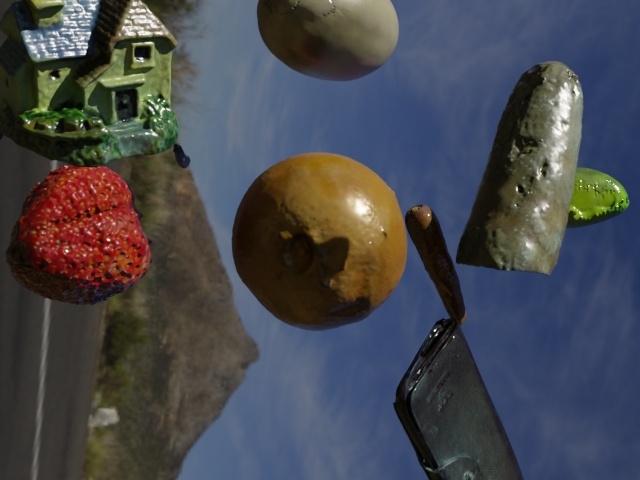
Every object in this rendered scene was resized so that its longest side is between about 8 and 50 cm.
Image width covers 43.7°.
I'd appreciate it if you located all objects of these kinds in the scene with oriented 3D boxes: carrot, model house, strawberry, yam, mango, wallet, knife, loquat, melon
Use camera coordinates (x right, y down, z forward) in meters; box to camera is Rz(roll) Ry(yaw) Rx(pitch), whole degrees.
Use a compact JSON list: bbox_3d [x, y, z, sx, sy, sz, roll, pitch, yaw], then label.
[{"bbox_3d":[0.167,0.038,1.108,0.191,0.047,0.047,64,-5,-16],"label":"carrot"},{"bbox_3d":[-0.296,-0.221,0.999,0.195,0.214,0.189,44,-45,41],"label":"model house"},{"bbox_3d":[-0.439,0.001,1.409,0.238,0.250,0.288,-27,-174,23],"label":"strawberry"},{"bbox_3d":[0.281,-0.095,1.084,0.133,0.133,0.330,143,-34,-70],"label":"yam"},{"bbox_3d":[0.485,-0.077,1.500,0.100,0.178,0.119,73,20,-69],"label":"mango"},{"bbox_3d":[0.193,0.271,1.027,0.045,0.318,0.172,-9,-154,38],"label":"wallet"},{"bbox_3d":[-0.318,-0.194,1.820,0.031,0.018,0.121,-59,173,-14],"label":"knife"},{"bbox_3d":[0.000,0.000,1.418,0.328,0.328,0.328,-170,-90,-76],"label":"loquat"},{"bbox_3d":[0.016,-0.427,1.558,0.223,0.317,0.223,-7,-100,43],"label":"melon"}]

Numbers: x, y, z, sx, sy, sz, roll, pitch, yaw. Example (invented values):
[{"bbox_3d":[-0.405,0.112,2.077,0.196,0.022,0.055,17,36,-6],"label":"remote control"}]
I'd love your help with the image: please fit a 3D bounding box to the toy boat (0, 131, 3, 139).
[{"bbox_3d":[-0.490,-0.209,1.214,0.229,0.046,0.080,-36,-124,48],"label":"toy boat"}]
